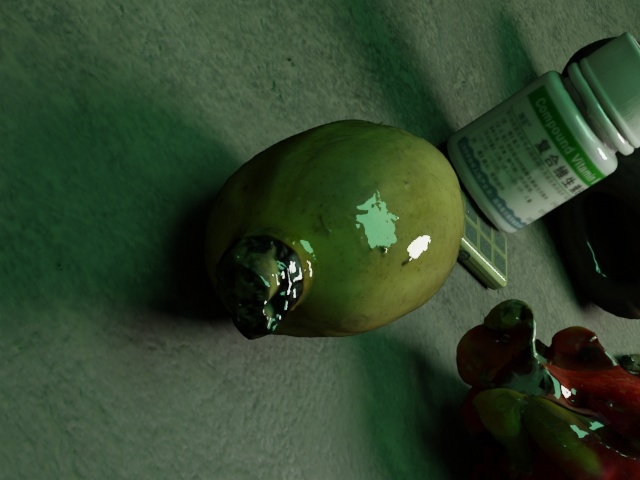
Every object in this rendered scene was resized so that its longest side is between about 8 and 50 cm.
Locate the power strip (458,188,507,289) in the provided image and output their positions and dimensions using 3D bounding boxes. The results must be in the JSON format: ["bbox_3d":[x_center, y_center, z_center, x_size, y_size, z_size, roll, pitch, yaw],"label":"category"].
[{"bbox_3d":[0.154,-0.017,1.358,0.169,0.028,0.076,41,40,-36],"label":"power strip"}]

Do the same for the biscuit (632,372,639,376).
[{"bbox_3d":[0.460,0.210,1.657,0.188,0.052,0.056,14,70,-52],"label":"biscuit"}]

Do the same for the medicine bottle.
[{"bbox_3d":[0.273,-0.120,1.388,0.139,0.237,0.139,50,20,-25],"label":"medicine bottle"}]

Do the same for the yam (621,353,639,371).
[{"bbox_3d":[0.435,0.165,1.675,0.129,0.033,0.027,8,90,-51],"label":"yam"}]

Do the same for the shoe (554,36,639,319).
[{"bbox_3d":[0.391,-0.088,1.635,0.237,0.171,0.384,-2,79,-62],"label":"shoe"}]

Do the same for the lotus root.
[{"bbox_3d":[0.000,0.000,0.958,0.310,0.183,0.182,-29,95,-59],"label":"lotus root"}]

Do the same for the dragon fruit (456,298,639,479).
[{"bbox_3d":[0.251,0.208,1.198,0.307,0.243,0.227,29,58,9],"label":"dragon fruit"}]
